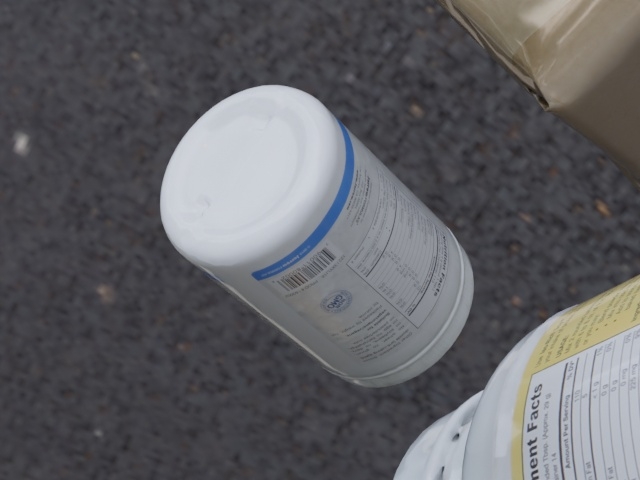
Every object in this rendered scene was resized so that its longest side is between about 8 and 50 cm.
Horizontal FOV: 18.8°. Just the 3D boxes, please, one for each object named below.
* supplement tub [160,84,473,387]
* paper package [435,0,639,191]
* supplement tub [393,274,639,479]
[{"bbox_3d":[0.000,0.000,0.675,0.071,0.107,0.071,-17,55,25],"label":"supplement tub"},{"bbox_3d":[0.255,-0.195,1.196,0.325,0.309,0.168,-47,60,9],"label":"paper package"},{"bbox_3d":[0.210,0.107,0.786,0.331,0.241,0.241,-31,54,40],"label":"supplement tub"}]
